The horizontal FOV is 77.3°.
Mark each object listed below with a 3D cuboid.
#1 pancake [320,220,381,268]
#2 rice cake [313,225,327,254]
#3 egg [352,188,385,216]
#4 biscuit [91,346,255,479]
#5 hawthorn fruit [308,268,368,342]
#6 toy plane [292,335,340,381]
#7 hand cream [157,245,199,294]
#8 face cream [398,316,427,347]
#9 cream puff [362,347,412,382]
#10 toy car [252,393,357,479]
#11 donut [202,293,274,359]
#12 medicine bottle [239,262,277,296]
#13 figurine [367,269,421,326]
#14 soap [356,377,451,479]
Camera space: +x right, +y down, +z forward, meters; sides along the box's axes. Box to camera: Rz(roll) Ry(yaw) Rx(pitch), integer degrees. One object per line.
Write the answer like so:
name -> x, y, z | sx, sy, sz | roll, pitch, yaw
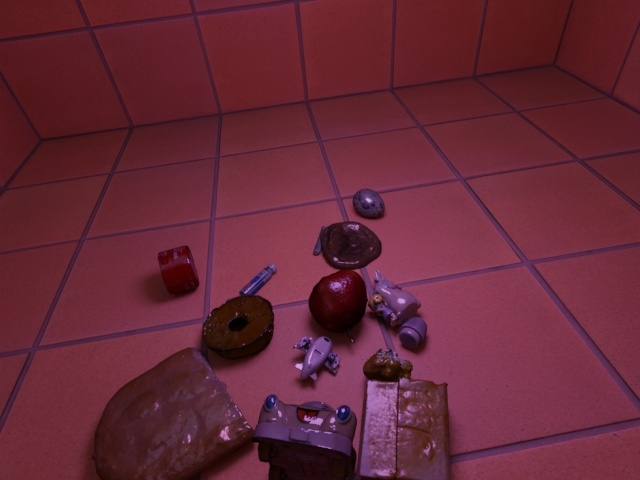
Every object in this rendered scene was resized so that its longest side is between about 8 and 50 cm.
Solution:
pancake -> 0.135, 0.009, 1.816 | 0.295, 0.049, 0.294 | 1, 43, -1
rice cake -> 0.000, 0.000, 1.864 | 0.031, 0.042, 0.180 | 24, 45, -5
egg -> 0.237, -0.180, 1.961 | 0.172, 0.132, 0.132 | 36, 56, 24
biscuit -> -0.482, 0.550, 1.258 | 0.447, 0.103, 0.429 | -24, 45, -20
hawthorn fruit -> 0.068, 0.246, 1.457 | 0.211, 0.230, 0.265 | 10, 56, -35
toy plane -> -0.017, 0.404, 1.380 | 0.174, 0.080, 0.173 | 7, 50, -8
hand cream -> -0.595, 0.122, 1.686 | 0.126, 0.192, 0.193 | -17, 43, -15
face cream -> 0.329, 0.324, 1.418 | 0.091, 0.091, 0.095 | 22, 41, 28
cream puff -> 0.219, 0.419, 1.294 | 0.156, 0.156, 0.121 | 31, 89, 34
toy car -> -0.017, 0.516, 1.064 | 0.243, 0.335, 0.226 | 4, 41, 12
donut -> -0.296, 0.328, 1.490 | 0.273, 0.107, 0.271 | -7, 39, 6
medicine bottle -> -0.261, 0.172, 1.692 | 0.051, 0.051, 0.191 | 23, 48, 29
figurine -> 0.247, 0.217, 1.531 | 0.155, 0.127, 0.236 | -36, 44, -16
soap -> 0.240, 0.551, 1.148 | 0.260, 0.142, 0.280 | 0, 47, 11
